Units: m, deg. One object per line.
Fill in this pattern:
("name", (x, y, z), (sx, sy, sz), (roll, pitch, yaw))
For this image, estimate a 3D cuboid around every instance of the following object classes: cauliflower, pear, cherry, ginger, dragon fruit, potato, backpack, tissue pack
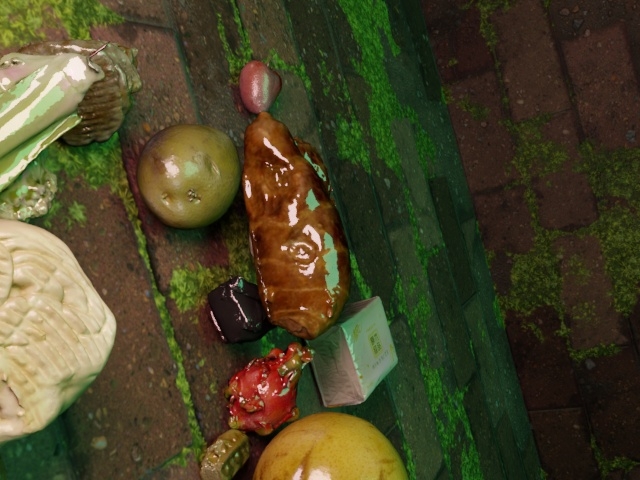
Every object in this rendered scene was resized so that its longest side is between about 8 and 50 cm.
("cauliflower", (-0.381, -0.147, 0.755), (0.256, 0.315, 0.239), (62, -8, -8))
("pear", (0.016, 0.466, 1.165), (0.314, 0.315, 0.314), (32, 51, -51))
("cherry", (-0.139, -0.345, 1.442), (0.126, 0.087, 0.106), (-61, 140, -26))
("ginger", (-0.037, -0.017, 1.227), (0.254, 0.176, 0.418), (31, 43, -70))
("dragon fruit", (-0.092, 0.273, 1.217), (0.150, 0.208, 0.133), (43, -5, 32))
("potato", (-0.222, -0.122, 1.137), (0.251, 0.159, 0.174), (-69, 168, -63))
("backpack", (-0.142, 0.137, 1.214), (0.120, 0.106, 0.165), (63, 8, 17))
("tissue pack", (0.078, 0.257, 1.522), (0.225, 0.124, 0.184), (-26, 99, -61))

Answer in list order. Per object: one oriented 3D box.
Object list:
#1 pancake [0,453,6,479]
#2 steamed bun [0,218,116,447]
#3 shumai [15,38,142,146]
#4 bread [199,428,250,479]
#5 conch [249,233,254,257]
("pancake", (-0.444, 0.310, 0.689), (0.250, 0.031, 0.250), (37, 46, -51))
("steamed bun", (-0.408, 0.104, 0.679), (0.289, 0.203, 0.276), (-43, 109, -44))
("shumai", (-0.364, -0.253, 0.975), (0.184, 0.184, 0.141), (48, 16, -40))
("bread", (-0.163, 0.374, 1.124), (0.066, 0.060, 0.110), (43, 32, 5))
("conch", (-0.102, -0.012, 1.359), (0.094, 0.105, 0.176), (123, -39, -67))
